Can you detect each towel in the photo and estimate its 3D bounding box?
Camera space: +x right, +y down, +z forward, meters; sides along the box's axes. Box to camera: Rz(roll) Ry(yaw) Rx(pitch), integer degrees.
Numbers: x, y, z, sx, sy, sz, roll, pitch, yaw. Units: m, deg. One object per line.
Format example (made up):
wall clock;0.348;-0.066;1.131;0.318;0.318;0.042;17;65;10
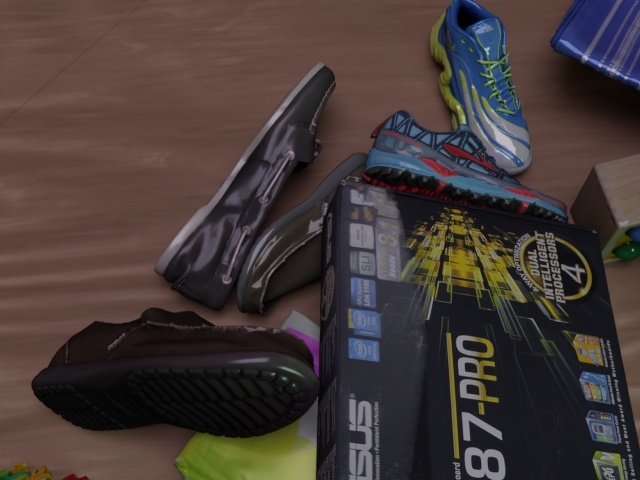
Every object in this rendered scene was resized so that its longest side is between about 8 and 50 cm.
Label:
towel;0.465;-0.224;1.223;0.336;0.040;0.243;27;40;11

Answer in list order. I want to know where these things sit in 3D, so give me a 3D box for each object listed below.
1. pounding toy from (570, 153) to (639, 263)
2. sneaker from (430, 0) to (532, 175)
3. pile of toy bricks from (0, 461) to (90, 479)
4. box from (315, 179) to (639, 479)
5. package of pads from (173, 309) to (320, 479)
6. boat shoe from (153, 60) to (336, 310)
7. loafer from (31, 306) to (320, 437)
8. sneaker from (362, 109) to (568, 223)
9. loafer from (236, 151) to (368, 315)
pounding toy;0.407;-0.057;1.126;0.181;0.206;0.094;-13;69;-4
sneaker;0.200;-0.201;1.231;0.091;0.126;0.240;-21;69;-7
pile of toy bricks;-0.357;0.288;1.070;0.212;0.118;0.105;-26;31;2
box;0.157;0.138;1.025;0.318;0.097;0.395;10;53;-10
package of pads;0.017;0.253;1.064;0.296;0.101;0.229;34;72;14
boat shoe;-0.068;-0.065;1.200;0.095;0.112;0.335;37;78;-4
loafer;-0.156;0.119;1.039;0.366;0.134;0.130;-5;48;33
sneaker;0.184;-0.084;1.173;0.262;0.104;0.125;19;63;-15
loafer;0.000;0.000;1.170;0.087;0.094;0.251;38;73;18
